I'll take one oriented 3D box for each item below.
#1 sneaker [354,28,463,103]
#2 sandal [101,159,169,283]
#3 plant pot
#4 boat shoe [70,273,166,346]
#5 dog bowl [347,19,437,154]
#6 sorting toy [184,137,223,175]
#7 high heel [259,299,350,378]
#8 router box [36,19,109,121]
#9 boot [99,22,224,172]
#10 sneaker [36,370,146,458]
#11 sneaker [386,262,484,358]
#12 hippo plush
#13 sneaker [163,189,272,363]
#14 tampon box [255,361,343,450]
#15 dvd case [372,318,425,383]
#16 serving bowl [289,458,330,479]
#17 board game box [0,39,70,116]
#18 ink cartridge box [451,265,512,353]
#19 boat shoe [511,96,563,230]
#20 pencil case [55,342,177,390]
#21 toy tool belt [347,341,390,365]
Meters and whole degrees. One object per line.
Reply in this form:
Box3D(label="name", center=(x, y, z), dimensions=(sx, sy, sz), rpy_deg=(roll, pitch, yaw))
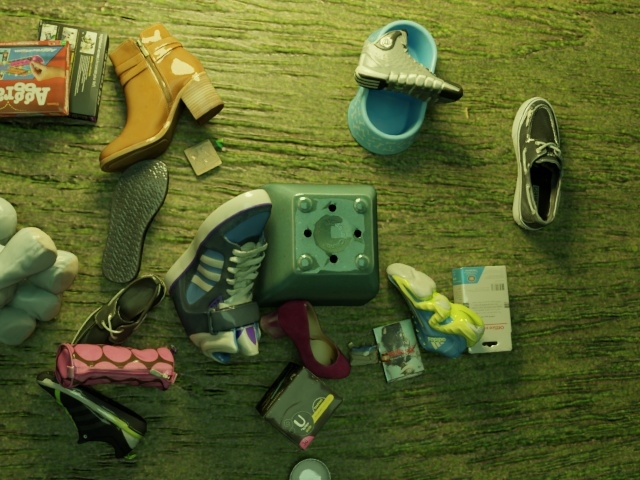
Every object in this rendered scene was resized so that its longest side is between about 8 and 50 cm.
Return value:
Box3D(label="sneaker", center=(0.190, -0.366, 1.471), dimensions=(0.229, 0.086, 0.132), rpy_deg=(11, 79, -9))
Box3D(label="sandal", center=(-0.371, -0.041, 1.419), dimensions=(0.097, 0.054, 0.254), rpy_deg=(20, 90, -2))
Box3D(label="plant pot", center=(0.000, 0.000, 1.379), dimensions=(0.248, 0.252, 0.246), rpy_deg=(0, 83, -12))
Box3D(label="boat shoe", center=(-0.394, 0.153, 1.374), dimensions=(0.084, 0.079, 0.233), rpy_deg=(45, 79, -5))
Box3D(label="dog bowl", center=(0.161, -0.334, 1.541), dimensions=(0.166, 0.074, 0.297), rpy_deg=(15, 81, -9))
Box3D(label="sorting toy", center=(-0.230, -0.177, 1.476), dimensions=(0.083, 0.012, 0.062), rpy_deg=(-29, 85, -9))
Box3D(label="high heel", center=(0.004, 0.193, 1.394), dimensions=(0.244, 0.117, 0.082), rpy_deg=(43, 41, -27))
Box3D(label="router box", center=(-0.500, -0.335, 1.424), dimensions=(0.133, 0.046, 0.178), rpy_deg=(8, 82, -11))
Box3D(label="boot", center=(-0.360, -0.284, 1.418), dimensions=(0.283, 0.109, 0.220), rpy_deg=(-37, 86, -5))
Box3D(label="sneaker", center=(-0.438, 0.332, 1.340), dimensions=(0.235, 0.084, 0.097), rpy_deg=(32, 81, -5))
Box3D(label="sneaker", center=(0.213, 0.155, 1.484), dimensions=(0.240, 0.091, 0.126), rpy_deg=(39, 116, 23))
Box3D(label="hippo plush", center=(-0.619, 0.051, 1.305), dimensions=(0.294, 0.234, 0.236), rpy_deg=(-33, 60, -27))
Box3D(label="sneaker", center=(-0.145, 0.087, 1.319), dimensions=(0.130, 0.323, 0.236), rpy_deg=(-12, 63, -52))
Box3D(label="tampon box", center=(-0.044, 0.314, 1.380), dimensions=(0.101, 0.161, 0.120), rpy_deg=(40, 78, -4))
Box3D(label="dvd case", center=(0.164, 0.232, 1.506), dimensions=(0.087, 0.013, 0.119), rpy_deg=(-13, 87, -12))
Box3D(label="serving bowl", center=(-0.023, 0.476, 1.433), dimensions=(0.084, 0.027, 0.083), rpy_deg=(1, 83, -11))
Box3D(label="board game box", center=(-0.623, -0.308, 1.375), dimensions=(0.282, 0.027, 0.144), rpy_deg=(-1, 84, 2))
Box3D(label="ink cartridge box", center=(0.342, 0.146, 1.527), dimensions=(0.104, 0.060, 0.180), rpy_deg=(-2, 84, -12))
Box3D(label="boat shoe", center=(0.482, -0.174, 1.570), dimensions=(0.108, 0.102, 0.301), rpy_deg=(9, 82, -10))
Box3D(label="pencil case", center=(-0.373, 0.234, 1.321), dimensions=(0.210, 0.098, 0.095), rpy_deg=(7, 106, -33))
Box3D(label="toy tool belt", center=(0.099, 0.228, 1.473), dimensions=(0.083, 0.052, 0.051), rpy_deg=(-9, 79, 7))
